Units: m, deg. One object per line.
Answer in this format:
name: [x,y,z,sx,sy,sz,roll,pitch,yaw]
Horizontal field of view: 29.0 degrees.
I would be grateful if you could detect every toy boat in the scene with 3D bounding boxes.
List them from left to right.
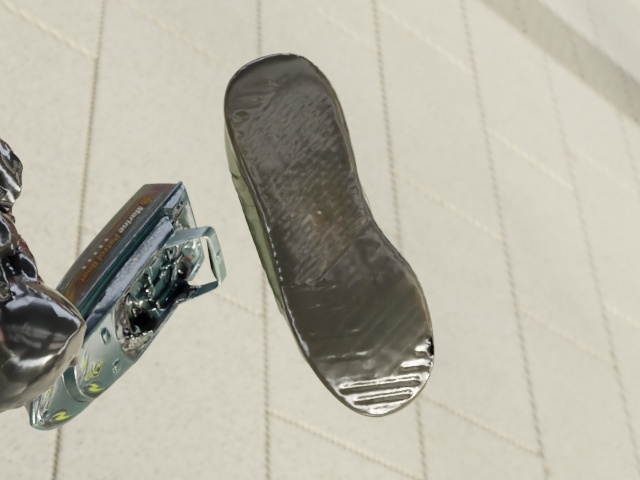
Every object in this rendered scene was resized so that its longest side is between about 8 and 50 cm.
toy boat: [-0.160,0.055,0.981,0.246,0.103,0.093,-57,149,-39]

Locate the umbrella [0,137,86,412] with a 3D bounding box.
umbrella: [-0.225,-0.072,0.529,0.357,0.113,0.106,48,0,7]

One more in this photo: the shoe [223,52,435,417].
shoe: [0.000,0.000,0.910,0.103,0.098,0.275,-20,93,-14]
